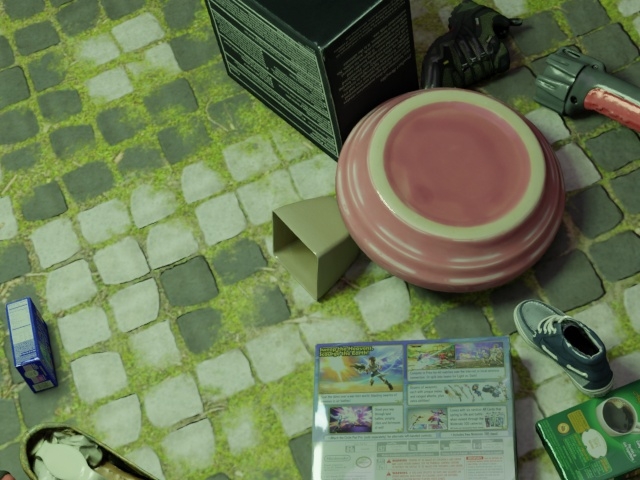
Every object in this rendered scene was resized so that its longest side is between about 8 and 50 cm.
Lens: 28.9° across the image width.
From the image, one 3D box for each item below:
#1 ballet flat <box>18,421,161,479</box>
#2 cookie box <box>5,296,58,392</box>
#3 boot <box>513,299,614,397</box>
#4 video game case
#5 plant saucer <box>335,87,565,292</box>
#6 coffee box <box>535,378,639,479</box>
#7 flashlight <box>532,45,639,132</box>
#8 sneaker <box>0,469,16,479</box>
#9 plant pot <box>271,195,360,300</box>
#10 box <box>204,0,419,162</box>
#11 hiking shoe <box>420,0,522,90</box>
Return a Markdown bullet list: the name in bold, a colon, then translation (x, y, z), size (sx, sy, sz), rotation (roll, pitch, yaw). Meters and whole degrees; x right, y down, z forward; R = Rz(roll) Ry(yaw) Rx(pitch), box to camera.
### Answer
- **ballet flat**: translation (-0.263, 0.343, 1.638), size (0.348, 0.123, 0.123), rotation (27, 68, 23)
- **cookie box**: translation (-0.417, 0.151, 1.790), size (0.040, 0.092, 0.107), rotation (-16, 58, -3)
- **boot**: translation (0.322, 0.121, 1.657), size (0.069, 0.086, 0.190), rotation (-33, 46, -13)
- **video game case**: translation (0.124, 0.254, 1.650), size (0.269, 0.061, 0.244), rotation (-3, 61, 8)
- **plant saucer**: translation (0.188, -0.090, 1.761), size (0.332, 0.084, 0.332), rotation (2, 62, -3)
- **coffee box**: translation (0.387, 0.254, 1.614), size (0.184, 0.040, 0.113), rotation (-23, 57, -3)
- **flashlight**: translation (0.457, -0.177, 1.824), size (0.304, 0.103, 0.103), rotation (29, 42, 27)
- **sneaker**: translation (-0.413, 0.461, 1.617), size (0.136, 0.116, 0.314), rotation (6, 68, 2)
- **plant pot**: translation (0.000, 0.000, 1.800), size (0.096, 0.109, 0.109), rotation (-31, 59, -23)
- **box**: translation (-0.017, -0.318, 1.869), size (0.182, 0.294, 0.296), rotation (-41, 62, -16)
- **hiking shoe**: translation (0.232, -0.280, 1.924), size (0.114, 0.086, 0.227), rotation (16, 64, 22)
